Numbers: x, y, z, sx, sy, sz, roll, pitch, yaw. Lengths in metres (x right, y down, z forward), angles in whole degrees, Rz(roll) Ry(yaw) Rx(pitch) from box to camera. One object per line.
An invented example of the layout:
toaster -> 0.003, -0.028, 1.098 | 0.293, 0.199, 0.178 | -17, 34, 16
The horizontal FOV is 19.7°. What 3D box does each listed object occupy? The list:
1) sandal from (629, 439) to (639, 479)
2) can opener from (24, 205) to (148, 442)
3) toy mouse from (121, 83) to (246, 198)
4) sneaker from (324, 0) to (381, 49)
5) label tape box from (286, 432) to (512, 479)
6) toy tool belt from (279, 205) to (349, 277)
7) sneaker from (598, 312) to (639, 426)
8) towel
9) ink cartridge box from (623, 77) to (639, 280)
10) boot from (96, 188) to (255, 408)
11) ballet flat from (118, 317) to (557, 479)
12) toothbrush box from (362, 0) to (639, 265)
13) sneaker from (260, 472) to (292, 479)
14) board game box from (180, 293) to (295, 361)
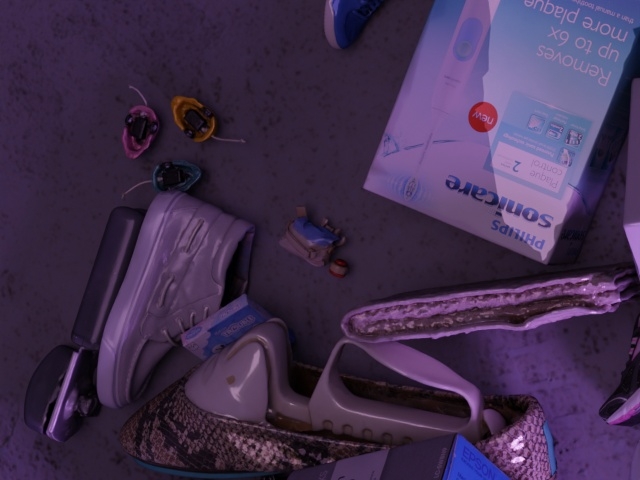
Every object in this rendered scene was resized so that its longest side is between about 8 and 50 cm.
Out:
sandal -> 0.478, 0.184, 1.656 | 0.416, 0.102, 0.169 | -11, 70, 35
can opener -> -0.269, 0.091, 2.094 | 0.095, 0.076, 0.283 | 20, 95, 21
toy mouse -> -0.177, -0.101, 2.085 | 0.161, 0.031, 0.143 | 40, 102, 18
sneaker -> 0.063, -0.272, 1.981 | 0.084, 0.058, 0.152 | 19, 89, 29
label tape box -> 0.072, 0.324, 1.855 | 0.334, 0.240, 0.106 | -19, 39, 40
toy tool belt -> 0.000, 0.000, 2.004 | 0.083, 0.052, 0.051 | 29, 108, 19
sneaker -> 0.342, 0.111, 1.868 | 0.178, 0.072, 0.077 | -47, 62, 6
towel -> 0.181, 0.064, 1.860 | 0.282, 0.187, 0.049 | -8, 90, 22
ink cartridge box -> 0.449, -0.066, 1.729 | 0.307, 0.129, 0.223 | -9, 41, 21
boot -> -0.157, 0.081, 2.042 | 0.123, 0.095, 0.258 | 20, 100, 17
ballet flat -> 0.012, 0.171, 1.928 | 0.483, 0.164, 0.182 | 8, 122, 19
toothbrush box -> 0.204, -0.147, 1.888 | 0.216, 0.126, 0.295 | 25, 99, 20
sneaker -> -0.067, 0.327, 2.002 | 0.276, 0.097, 0.135 | -9, 103, 11
board game box -> -0.090, 0.107, 2.018 | 0.090, 0.090, 0.020 | -33, 43, 18
